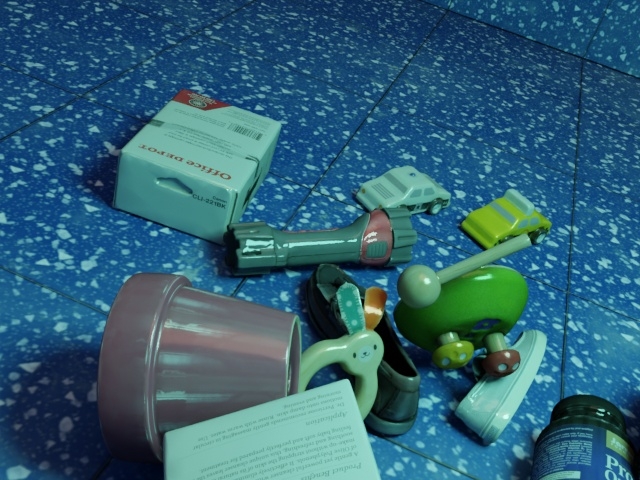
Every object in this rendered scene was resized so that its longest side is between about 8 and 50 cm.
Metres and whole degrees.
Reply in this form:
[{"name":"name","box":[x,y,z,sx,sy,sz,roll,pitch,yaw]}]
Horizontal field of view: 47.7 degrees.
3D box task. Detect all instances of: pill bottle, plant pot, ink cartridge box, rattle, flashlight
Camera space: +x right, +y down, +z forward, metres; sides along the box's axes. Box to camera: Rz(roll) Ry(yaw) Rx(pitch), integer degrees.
[{"name":"pill bottle","box":[0.311,0.288,0.856,0.122,0.123,0.219,23,35,9]},{"name":"plant pot","box":[-0.116,0.138,0.775,0.180,0.201,0.201,2,34,5]},{"name":"ink cartridge box","box":[-0.202,-0.132,1.228,0.196,0.114,0.273,19,33,2]},{"name":"rattle","box":[0.043,0.157,0.834,0.130,0.200,0.143,35,-1,-12]},{"name":"flashlight","box":[0.000,0.000,1.153,0.303,0.103,0.103,-3,68,-21]}]

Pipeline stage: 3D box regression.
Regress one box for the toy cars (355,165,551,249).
[{"name":"toy cars","box":[0.267,-0.075,1.377,0.393,0.087,0.176,15,34,-3]}]

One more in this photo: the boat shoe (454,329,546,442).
[{"name":"boat shoe","box":[0.252,0.183,1.014,0.081,0.079,0.227,32,40,13]}]

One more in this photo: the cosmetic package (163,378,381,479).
[{"name":"cosmetic package","box":[-0.013,0.317,0.592,0.196,0.155,0.366,-15,41,0]}]

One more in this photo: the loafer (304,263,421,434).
[{"name":"loafer","box":[0.064,0.122,1.003,0.109,0.095,0.303,0,38,-24]}]

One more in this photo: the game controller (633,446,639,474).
[{"name":"game controller","box":[0.465,0.260,0.916,0.319,0.067,0.167,-20,87,-56]}]

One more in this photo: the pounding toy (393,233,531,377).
[{"name":"pounding toy","box":[0.192,0.111,0.926,0.182,0.237,0.110,-14,58,2]}]
